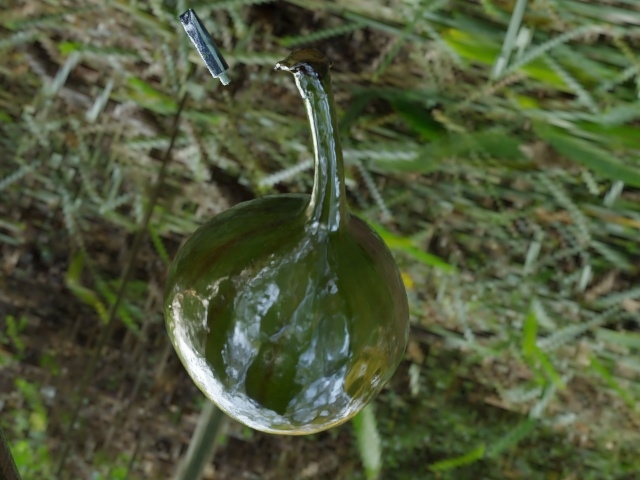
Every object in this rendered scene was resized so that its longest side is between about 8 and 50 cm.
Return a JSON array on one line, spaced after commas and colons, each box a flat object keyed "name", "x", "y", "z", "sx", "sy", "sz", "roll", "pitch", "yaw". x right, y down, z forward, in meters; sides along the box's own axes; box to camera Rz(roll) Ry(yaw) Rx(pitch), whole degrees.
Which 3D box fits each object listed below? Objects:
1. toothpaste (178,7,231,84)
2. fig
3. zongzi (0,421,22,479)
[{"name": "toothpaste", "x": -0.114, "y": -0.192, "z": 1.364, "sx": 0.027, "sy": 0.019, "sz": 0.083, "roll": -13, "pitch": 114, "yaw": 52}, {"name": "fig", "x": 0.000, "y": 0.000, "z": 0.789, "sx": 0.151, "sy": 0.151, "sz": 0.259, "roll": 20, "pitch": 131, "yaw": -6}, {"name": "zongzi", "x": -0.263, "y": 0.120, "z": 0.804, "sx": 0.184, "sy": 0.084, "sz": 0.187, "roll": 1, "pitch": 117, "yaw": 24}]
